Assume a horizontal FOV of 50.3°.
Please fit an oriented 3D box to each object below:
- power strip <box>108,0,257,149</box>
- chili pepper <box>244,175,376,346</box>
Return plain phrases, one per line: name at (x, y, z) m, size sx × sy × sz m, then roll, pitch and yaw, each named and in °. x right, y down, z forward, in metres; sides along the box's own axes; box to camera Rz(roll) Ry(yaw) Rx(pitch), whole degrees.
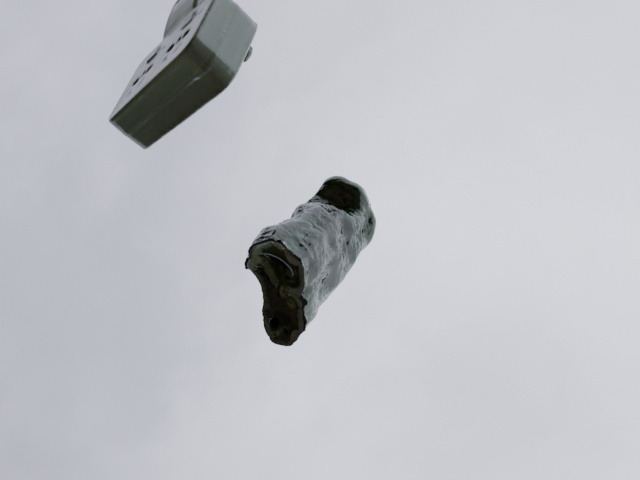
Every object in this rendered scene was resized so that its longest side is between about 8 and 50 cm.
power strip at (-0.185, -0.274, 1.052) m, size 0.229 × 0.141 × 0.261 m, roll -26°, pitch -143°, yaw 38°
chili pepper at (0.000, 0.000, 0.859) m, size 0.099 × 0.270 × 0.136 m, roll -13°, pitch -69°, yaw 27°
